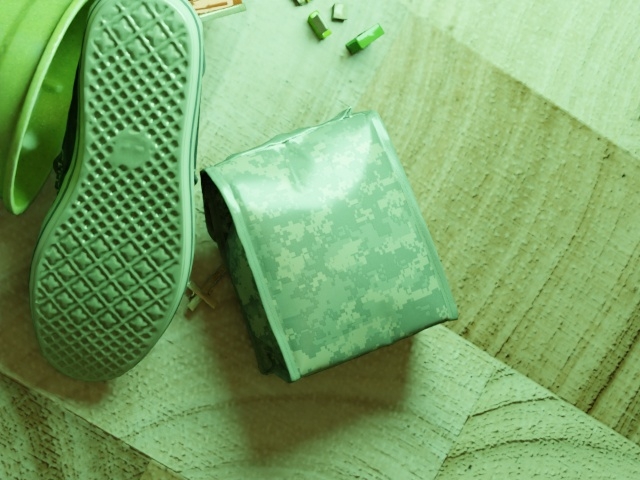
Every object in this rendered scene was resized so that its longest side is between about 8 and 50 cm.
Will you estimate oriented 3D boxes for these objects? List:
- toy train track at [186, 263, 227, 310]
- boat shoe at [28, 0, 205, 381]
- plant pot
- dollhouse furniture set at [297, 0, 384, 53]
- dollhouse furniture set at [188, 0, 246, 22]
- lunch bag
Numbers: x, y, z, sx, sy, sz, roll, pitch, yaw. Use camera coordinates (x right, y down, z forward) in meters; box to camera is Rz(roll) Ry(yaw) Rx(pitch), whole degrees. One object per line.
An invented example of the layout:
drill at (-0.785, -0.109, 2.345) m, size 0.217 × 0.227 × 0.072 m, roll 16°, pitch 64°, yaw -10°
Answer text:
toy train track at (-0.138, 0.055, 1.952) m, size 0.048 × 0.014 × 0.083 m, roll 40°, pitch 74°, yaw -1°
boat shoe at (-0.228, -0.068, 1.829) m, size 0.186 × 0.156 × 0.500 m, roll 10°, pitch 111°, yaw -3°
plant pot at (-0.417, -0.201, 1.791) m, size 0.253 × 0.276 × 0.276 m, roll 20°, pitch 83°, yaw 1°
dollhouse furniture set at (0.015, -0.309, 1.980) m, size 0.076 × 0.058 × 0.152 m, roll -35°, pitch 95°, yaw -13°
dollhouse furniture set at (-0.175, -0.390, 1.874) m, size 0.262 × 0.135 × 0.259 m, roll -20°, pitch 103°, yaw -26°
lunch bag at (0.000, 0.000, 1.906) m, size 0.235 × 0.169 × 0.287 m, roll -20°, pitch 96°, yaw -16°
